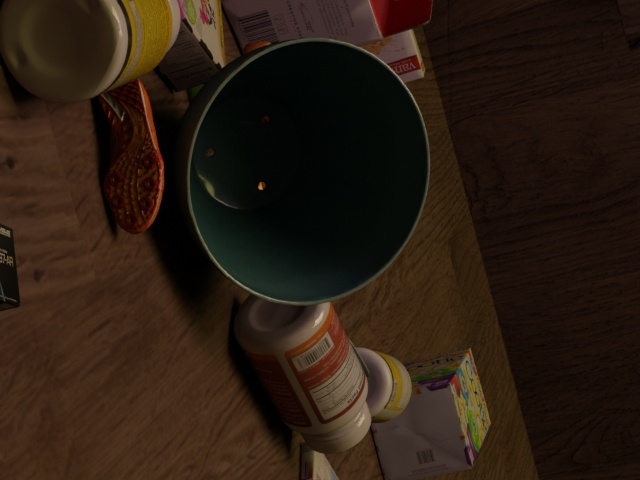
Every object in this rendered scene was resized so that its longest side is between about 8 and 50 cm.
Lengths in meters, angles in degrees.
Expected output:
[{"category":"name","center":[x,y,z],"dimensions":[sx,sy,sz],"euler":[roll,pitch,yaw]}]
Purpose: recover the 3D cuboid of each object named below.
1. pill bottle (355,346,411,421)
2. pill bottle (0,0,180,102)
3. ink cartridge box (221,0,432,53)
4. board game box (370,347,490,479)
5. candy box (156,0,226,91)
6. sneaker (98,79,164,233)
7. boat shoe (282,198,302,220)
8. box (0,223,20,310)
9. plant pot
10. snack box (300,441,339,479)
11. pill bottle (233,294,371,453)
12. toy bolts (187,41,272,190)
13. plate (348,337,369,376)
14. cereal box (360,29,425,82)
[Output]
[{"category":"pill bottle","center":[0.074,0.212,2.001],"dimensions":[0.184,0.103,0.103],"euler":[29,49,-71]},{"category":"pill bottle","center":[-0.207,-0.200,1.291],"dimensions":[0.208,0.119,0.119],"euler":[-50,125,-72]},{"category":"ink cartridge box","center":[0.022,-0.392,2.026],"dimensions":[0.309,0.272,0.130],"euler":[-81,154,-58]},{"category":"board game box","center":[0.181,0.283,2.261],"dimensions":[0.275,0.144,0.142],"euler":[-28,103,-76]},{"category":"candy box","center":[-0.184,-0.298,1.562],"dimensions":[0.233,0.071,0.159],"euler":[53,27,-58]},{"category":"sneaker","center":[-0.184,-0.088,1.391],"dimensions":[0.067,0.064,0.175],"euler":[66,17,-69]},{"category":"boat shoe","center":[0.000,-0.003,1.831],"dimensions":[0.320,0.103,0.118],"euler":[90,-10,-78]},{"category":"box","center":[-0.264,0.015,1.073],"dimensions":[0.083,0.018,0.067],"euler":[36,43,-68]},{"category":"plant pot","center":[-0.050,-0.089,1.570],"dimensions":[0.195,0.290,0.290],"euler":[23,-45,62]},{"category":"snack box","center":[0.014,0.340,1.819],"dimensions":[0.064,0.022,0.178],"euler":[-90,160,-46]},{"category":"pill bottle","center":[-0.014,0.157,1.683],"dimensions":[0.121,0.121,0.216],"euler":[-86,158,-49]},{"category":"toy bolts","center":[-0.045,-0.147,1.773],"dimensions":[0.228,0.158,0.218],"euler":[-33,108,-75]},{"category":"plate","center":[-0.006,0.113,1.799],"dimensions":[0.188,0.024,0.188],"euler":[48,-10,11]},{"category":"cereal box","center":[0.065,-0.372,2.372],"dimensions":[0.047,0.173,0.240],"euler":[-72,144,-65]}]
